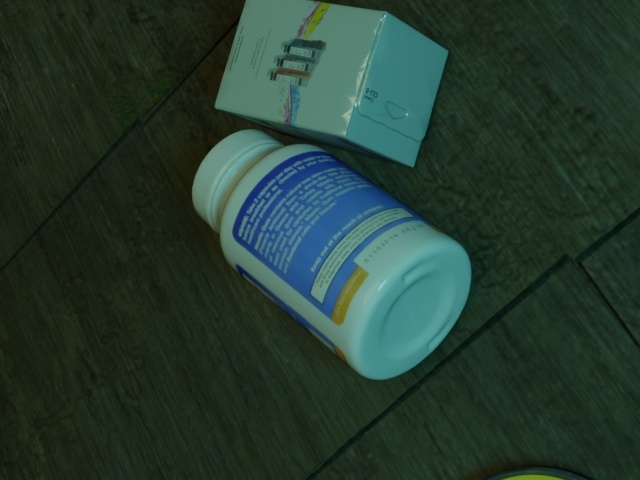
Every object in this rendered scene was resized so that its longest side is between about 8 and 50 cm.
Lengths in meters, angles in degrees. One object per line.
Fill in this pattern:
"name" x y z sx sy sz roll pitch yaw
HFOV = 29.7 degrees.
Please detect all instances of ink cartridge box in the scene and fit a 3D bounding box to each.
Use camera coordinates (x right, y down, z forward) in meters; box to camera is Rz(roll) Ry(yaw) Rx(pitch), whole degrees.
"ink cartridge box" 0.012 -0.160 1.201 0.176 0.128 0.127 18 91 37

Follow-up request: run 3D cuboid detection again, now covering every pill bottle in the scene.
"pill bottle" 0.000 0.000 1.161 0.272 0.152 0.152 38 103 36

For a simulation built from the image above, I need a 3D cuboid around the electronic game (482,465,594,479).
"electronic game" 0.186 0.307 1.022 0.229 0.048 0.229 -9 75 34
